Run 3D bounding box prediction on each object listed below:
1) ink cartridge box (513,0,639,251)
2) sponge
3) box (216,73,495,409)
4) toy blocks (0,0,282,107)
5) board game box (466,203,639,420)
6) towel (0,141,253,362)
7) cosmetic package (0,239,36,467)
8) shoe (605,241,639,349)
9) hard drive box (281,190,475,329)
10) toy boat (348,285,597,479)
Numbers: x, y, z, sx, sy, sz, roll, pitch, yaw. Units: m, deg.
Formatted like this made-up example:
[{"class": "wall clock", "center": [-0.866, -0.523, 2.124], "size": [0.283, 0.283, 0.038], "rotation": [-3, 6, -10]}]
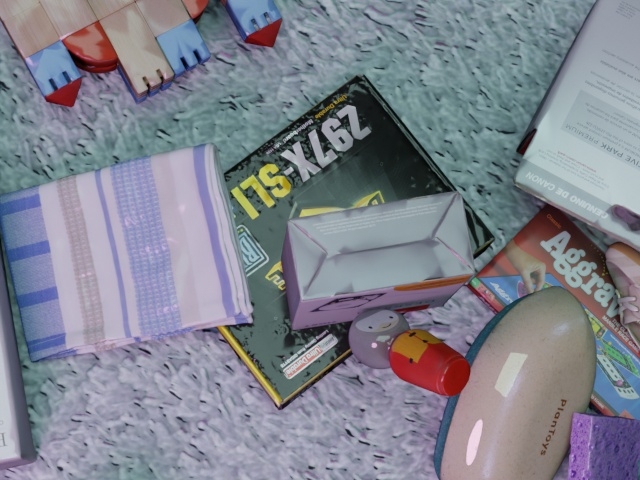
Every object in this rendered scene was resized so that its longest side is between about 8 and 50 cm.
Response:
[{"class": "ink cartridge box", "center": [0.404, -0.103, 1.779], "size": [0.309, 0.130, 0.272], "rotation": [29, 80, 3]}, {"class": "sponge", "center": [0.314, 0.301, 1.694], "size": [0.031, 0.117, 0.210], "rotation": [4, 86, 40]}, {"class": "box", "center": [0.000, 0.000, 1.765], "size": [0.322, 0.079, 0.257], "rotation": [-37, 81, -9]}, {"class": "toy blocks", "center": [-0.226, -0.284, 1.772], "size": [0.381, 0.191, 0.261], "rotation": [-29, 93, -9]}, {"class": "board game box", "center": [0.324, 0.100, 1.788], "size": [0.281, 0.027, 0.145], "rotation": [44, 79, 5]}, {"class": "towel", "center": [-0.225, 0.017, 1.710], "size": [0.285, 0.034, 0.209], "rotation": [-12, 89, 15]}, {"class": "cosmetic package", "center": [-0.456, 0.079, 1.683], "size": [0.217, 0.156, 0.385], "rotation": [-11, 79, -7]}, {"class": "shoe", "center": [0.389, 0.101, 1.738], "size": [0.058, 0.076, 0.219], "rotation": [-32, 84, -15]}, {"class": "hard drive box", "center": [0.055, 0.026, 1.606], "size": [0.181, 0.232, 0.089], "rotation": [-9, 81, -4]}, {"class": "toy boat", "center": [0.170, 0.152, 1.657], "size": [0.148, 0.318, 0.268], "rotation": [24, 89, 45]}]
